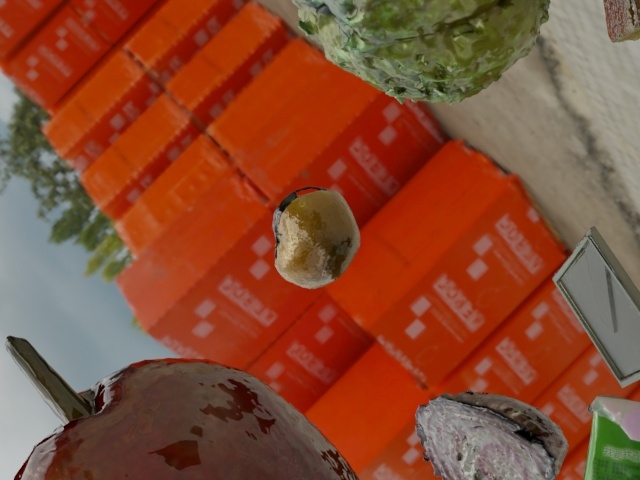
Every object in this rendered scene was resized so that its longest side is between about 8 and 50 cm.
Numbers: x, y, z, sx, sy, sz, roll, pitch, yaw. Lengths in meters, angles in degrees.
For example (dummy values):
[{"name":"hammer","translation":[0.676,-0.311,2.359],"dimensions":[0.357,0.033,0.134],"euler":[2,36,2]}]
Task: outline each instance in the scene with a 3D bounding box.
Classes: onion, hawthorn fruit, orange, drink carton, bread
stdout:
[{"name":"onion","translation":[0.309,0.352,1.637],"dimensions":[0.280,0.146,0.314],"euler":[34,146,27]},{"name":"hawthorn fruit","translation":[-0.117,0.218,0.680],"dimensions":[0.369,0.284,0.285],"euler":[53,180,-9]},{"name":"orange","translation":[0.074,-0.274,0.927],"dimensions":[0.301,0.223,0.300],"euler":[36,162,44]},{"name":"drink carton","translation":[0.405,0.350,1.243],"dimensions":[0.108,0.271,0.161],"euler":[7,171,21]},{"name":"bread","translation":[0.312,-0.254,0.933],"dimensions":[0.090,0.035,0.095],"euler":[-51,-48,-86]},{"name":"orange","translation":[0.000,0.000,1.459],"dimensions":[0.170,0.160,0.112],"euler":[41,169,-28]}]

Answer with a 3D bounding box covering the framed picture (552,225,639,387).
[{"name":"framed picture","translation":[0.469,0.118,1.501],"dimensions":[0.232,0.024,0.315],"euler":[60,177,15]}]
